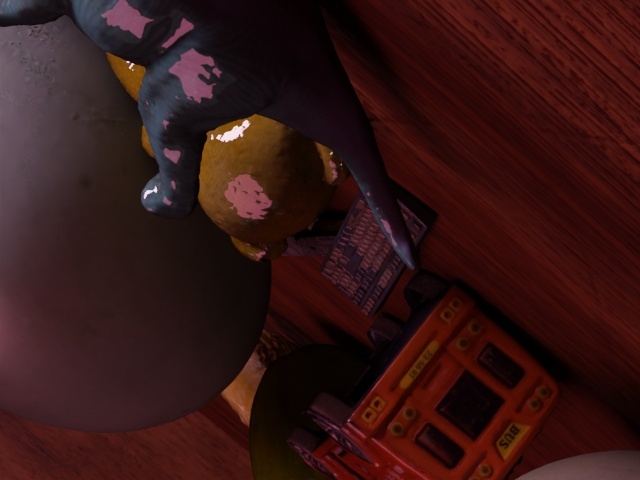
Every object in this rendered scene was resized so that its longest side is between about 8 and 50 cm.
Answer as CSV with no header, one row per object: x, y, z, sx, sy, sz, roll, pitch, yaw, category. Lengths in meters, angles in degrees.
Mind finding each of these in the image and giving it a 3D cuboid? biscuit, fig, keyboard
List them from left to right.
0.000,0.000,1.379,0.048,0.026,0.292,45,166,-15,biscuit
0.016,0.192,1.730,0.191,0.181,0.181,58,169,3,fig
0.037,0.005,1.237,0.055,0.014,0.176,42,156,7,keyboard

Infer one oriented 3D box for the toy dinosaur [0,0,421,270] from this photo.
-0.066,-0.149,0.895,0.383,0.129,0.331,31,153,0,toy dinosaur

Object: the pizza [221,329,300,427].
0.008,0.206,1.908,0.365,0.074,0.182,38,-162,-16,pizza

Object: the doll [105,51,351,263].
-0.062,-0.091,1.132,0.209,0.097,0.137,51,139,14,doll

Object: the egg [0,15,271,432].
-0.198,-0.020,1.281,0.389,0.276,0.276,46,166,-27,egg

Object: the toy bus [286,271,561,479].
0.077,0.139,1.400,0.153,0.143,0.329,38,167,2,toy bus

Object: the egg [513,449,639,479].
0.215,0.252,1.213,0.269,0.219,0.219,8,172,-10,egg
